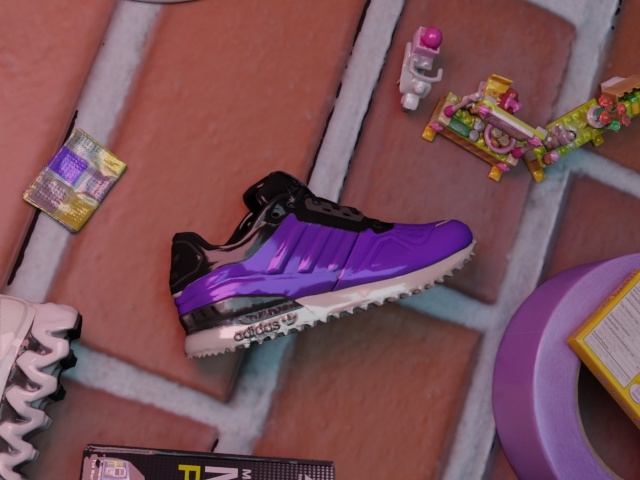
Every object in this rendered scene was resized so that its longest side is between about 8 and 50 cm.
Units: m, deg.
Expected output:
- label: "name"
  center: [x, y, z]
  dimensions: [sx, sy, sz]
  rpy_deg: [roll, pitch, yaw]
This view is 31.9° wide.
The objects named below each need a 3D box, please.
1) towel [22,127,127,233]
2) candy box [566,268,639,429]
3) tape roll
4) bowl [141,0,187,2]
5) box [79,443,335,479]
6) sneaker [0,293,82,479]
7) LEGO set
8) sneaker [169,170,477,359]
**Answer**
- label: "towel"
  center: [-0.219, -0.053, 1.003]
  dimensions: [0.060, 0.009, 0.083]
  rpy_deg: [38, 73, -8]
- label: "candy box"
  center: [0.329, 0.136, 1.046]
  dimensions: [0.105, 0.027, 0.206]
  rpy_deg: [-42, 96, -21]
- label: "tape roll"
  center: [0.311, 0.152, 1.099]
  dimensions: [0.275, 0.090, 0.274]
  rpy_deg: [2, 82, -17]
- label: "bowl"
  center: [-0.141, -0.376, 1.010]
  dimensions: [0.298, 0.134, 0.297]
  rpy_deg: [2, 82, -18]
- label: "box"
  center: [-0.099, 0.307, 0.904]
  dimensions: [0.216, 0.060, 0.270]
  rpy_deg: [6, 61, -7]
- label: "sneaker"
  center: [-0.290, 0.179, 0.907]
  dimensions: [0.118, 0.110, 0.292]
  rpy_deg: [18, 69, -7]
- label: "LEGO set"
  center: [0.220, -0.128, 1.100]
  dimensions: [0.287, 0.107, 0.132]
  rpy_deg: [7, 80, -16]
- label: "sneaker"
  center: [0.000, 0.000, 1.016]
  dimensions: [0.294, 0.102, 0.146]
  rpy_deg: [-17, 87, -19]
